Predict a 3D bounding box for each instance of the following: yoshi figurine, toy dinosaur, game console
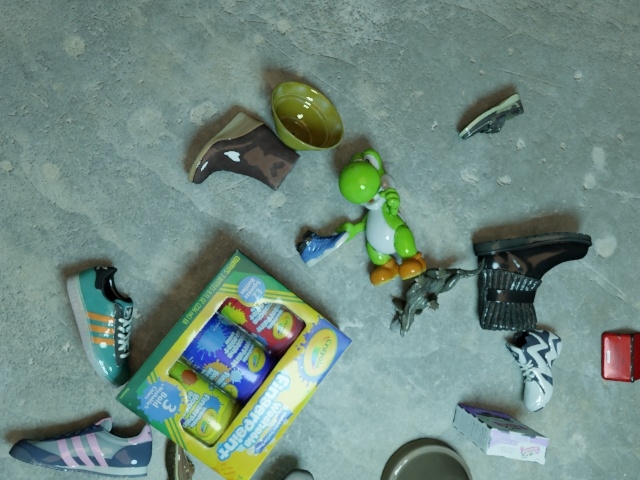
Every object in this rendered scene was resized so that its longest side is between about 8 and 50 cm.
[{"bbox_3d":[0.140,-0.063,1.246,0.204,0.203,0.361,-18,88,-3],"label":"yoshi figurine"},{"bbox_3d":[0.305,0.122,1.293,0.313,0.160,0.121,-42,90,-13],"label":"toy dinosaur"},{"bbox_3d":[0.928,0.355,1.454,0.124,0.085,0.143,0,87,21],"label":"game console"}]

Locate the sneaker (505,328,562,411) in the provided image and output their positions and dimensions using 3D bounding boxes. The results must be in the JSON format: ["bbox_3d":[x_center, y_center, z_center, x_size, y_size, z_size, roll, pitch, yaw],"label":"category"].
[{"bbox_3d":[0.587,0.357,1.356,0.153,0.094,0.234,22,85,-7],"label":"sneaker"}]

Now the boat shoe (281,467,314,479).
[{"bbox_3d":[-0.107,0.741,1.209,0.133,0.130,0.355,20,91,-5],"label":"boat shoe"}]

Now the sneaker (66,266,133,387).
[{"bbox_3d":[-0.514,0.208,1.164,0.121,0.108,0.302,-20,90,-5],"label":"sneaker"}]

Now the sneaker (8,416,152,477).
[{"bbox_3d":[-0.574,0.495,1.160,0.319,0.112,0.131,13,69,-12],"label":"sneaker"}]

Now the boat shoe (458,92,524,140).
[{"bbox_3d":[0.502,-0.347,1.369,0.224,0.080,0.073,-34,89,-13],"label":"boat shoe"}]

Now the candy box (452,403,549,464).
[{"bbox_3d":[0.481,0.520,1.280,0.165,0.196,0.070,14,86,-10],"label":"candy box"}]

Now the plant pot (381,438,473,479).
[{"bbox_3d":[0.310,0.691,1.230,0.263,0.229,0.262,0,89,-9],"label":"plant pot"}]

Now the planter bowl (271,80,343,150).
[{"bbox_3d":[-0.052,-0.305,1.249,0.217,0.090,0.217,18,54,-26],"label":"planter bowl"}]

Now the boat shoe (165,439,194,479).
[{"bbox_3d":[-0.356,0.585,1.209,0.060,0.064,0.177,-4,90,-40],"label":"boat shoe"}]

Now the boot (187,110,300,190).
[{"bbox_3d":[-0.198,-0.197,1.239,0.207,0.090,0.248,40,79,-4],"label":"boot"}]

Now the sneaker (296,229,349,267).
[{"bbox_3d":[0.000,0.000,1.262,0.152,0.058,0.084,-36,92,27],"label":"sneaker"}]

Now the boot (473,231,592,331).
[{"bbox_3d":[0.607,0.119,1.343,0.348,0.131,0.260,-7,82,1],"label":"boot"}]

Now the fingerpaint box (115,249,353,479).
[{"bbox_3d":[-0.204,0.306,1.186,0.371,0.163,0.444,40,83,-6],"label":"fingerpaint box"}]
